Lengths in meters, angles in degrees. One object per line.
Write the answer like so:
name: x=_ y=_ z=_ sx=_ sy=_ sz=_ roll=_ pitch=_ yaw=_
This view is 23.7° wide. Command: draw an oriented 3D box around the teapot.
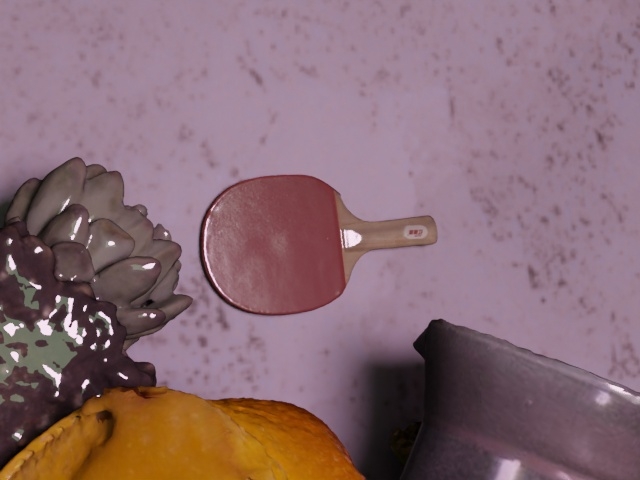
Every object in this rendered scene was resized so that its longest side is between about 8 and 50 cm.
teapot: x=0.107 y=0.241 z=0.817 sx=0.253 sy=0.300 sz=0.344 roll=24 pitch=86 yaw=-55

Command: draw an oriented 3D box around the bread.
bread: x=-0.089 y=0.188 z=0.755 sx=0.270 sy=0.195 sz=0.143 roll=-41 pitch=146 yaw=15

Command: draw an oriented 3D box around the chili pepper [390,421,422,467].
chili pepper: x=0.107 y=0.203 z=0.971 sx=0.052 sy=0.050 sz=0.201 roll=-29 pitch=98 yaw=-57

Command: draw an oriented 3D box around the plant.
plant: x=-0.155 y=0.050 z=0.824 sx=0.194 sy=0.132 sz=0.129 roll=-43 pitch=102 yaw=-13

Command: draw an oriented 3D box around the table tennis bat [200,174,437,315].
table tennis bat: x=0.000 y=0.000 z=0.954 sx=0.157 sy=0.013 sz=0.087 roll=-7 pitch=88 yaw=-20
